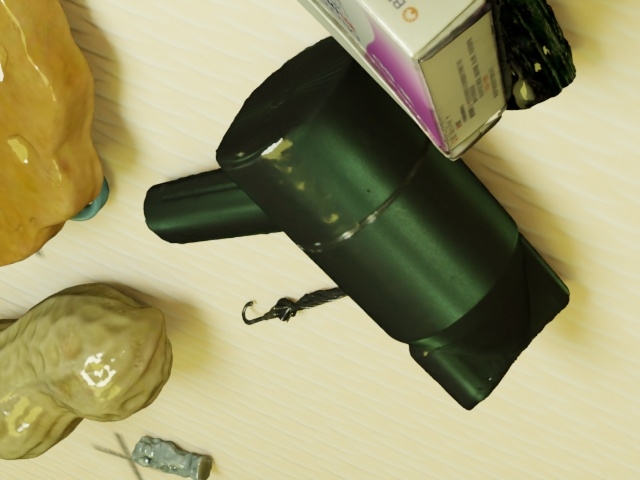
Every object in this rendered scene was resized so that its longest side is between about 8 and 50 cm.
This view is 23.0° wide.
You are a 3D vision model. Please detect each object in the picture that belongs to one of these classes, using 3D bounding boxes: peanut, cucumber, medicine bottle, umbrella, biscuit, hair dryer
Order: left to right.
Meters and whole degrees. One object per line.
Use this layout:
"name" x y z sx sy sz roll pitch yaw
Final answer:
"biscuit" -0.296 -0.123 1.129 0.312 0.057 0.351 19 135 18
"peanut" -0.224 0.113 1.325 0.120 0.136 0.298 26 149 -31
"umbrella" -0.008 0.048 1.189 0.022 0.022 0.148 10 164 -44
"hair dryer" 0.000 0.000 1.073 0.244 0.116 0.302 48 153 -23
"medicine bottle" 0.013 -0.145 0.802 0.201 0.052 0.171 47 178 14
"cucumber" 0.076 -0.151 0.851 0.058 0.058 0.187 -12 127 44

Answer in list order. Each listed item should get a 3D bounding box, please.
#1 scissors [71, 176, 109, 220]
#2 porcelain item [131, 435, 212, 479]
"scissors" -0.281 -0.079 1.222 0.256 0.030 0.125 9 136 27
"porcelain item" -0.142 0.205 1.471 0.083 0.028 0.036 9 142 30
